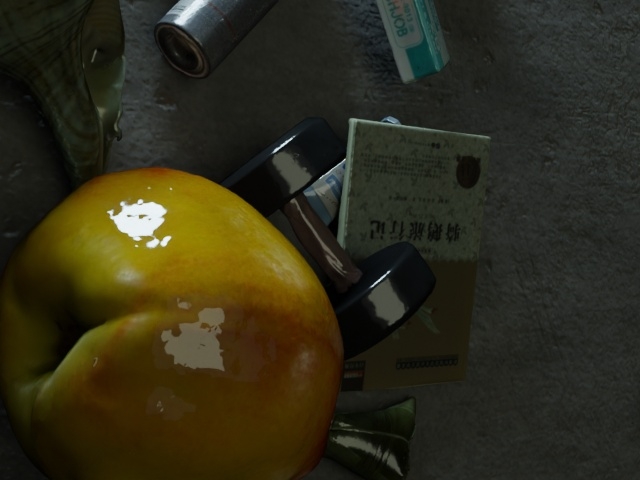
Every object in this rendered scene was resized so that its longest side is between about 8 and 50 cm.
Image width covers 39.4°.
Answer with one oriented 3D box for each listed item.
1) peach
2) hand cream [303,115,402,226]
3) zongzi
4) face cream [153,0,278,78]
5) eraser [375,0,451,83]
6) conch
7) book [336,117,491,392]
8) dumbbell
[{"bbox_3d":[-0.120,0.094,0.774,0.308,0.289,0.289,13,79,-50],"label":"peach"},{"bbox_3d":[0.035,-0.081,1.034,0.171,0.043,0.065,-45,117,-24],"label":"hand cream"},{"bbox_3d":[0.040,0.199,1.029,0.154,0.062,0.130,32,48,-14],"label":"zongzi"},{"bbox_3d":[-0.065,-0.289,0.954,0.073,0.073,0.283,49,62,-23],"label":"face cream"},{"bbox_3d":[0.094,-0.304,1.054,0.095,0.052,0.225,-50,124,-63],"label":"eraser"},{"bbox_3d":[-0.252,-0.212,0.777,0.203,0.169,0.386,-56,162,-50],"label":"conch"},{"bbox_3d":[0.107,0.021,1.061,0.217,0.021,0.310,2,96,-36],"label":"book"},{"bbox_3d":[0.000,0.000,0.912,0.152,0.152,0.218,-40,98,-30],"label":"dumbbell"}]
